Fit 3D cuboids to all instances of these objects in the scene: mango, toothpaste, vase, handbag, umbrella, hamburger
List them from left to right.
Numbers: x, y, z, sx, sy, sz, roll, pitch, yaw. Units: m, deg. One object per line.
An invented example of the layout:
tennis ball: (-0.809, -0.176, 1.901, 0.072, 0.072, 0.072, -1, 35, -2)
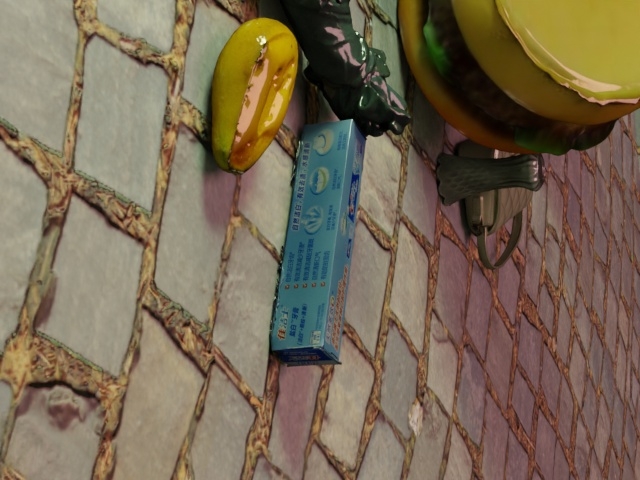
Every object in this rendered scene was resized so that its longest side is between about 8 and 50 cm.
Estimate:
mango: (-0.068, -0.141, 1.184, 0.101, 0.066, 0.187, 62, 37, -57)
toothpaste: (0.000, 0.000, 1.302, 0.053, 0.066, 0.272, 50, 41, -54)
umbrella: (0.000, -0.258, 1.309, 0.094, 0.143, 0.348, -37, 122, -11)
vase: (0.253, -0.097, 1.798, 0.081, 0.149, 0.081, -5, 90, -67)
handbag: (0.293, -0.069, 1.983, 0.256, 0.079, 0.219, -30, 116, -63)
hamburger: (0.301, -0.325, 1.699, 0.396, 0.277, 0.395, 7, 73, -25)
